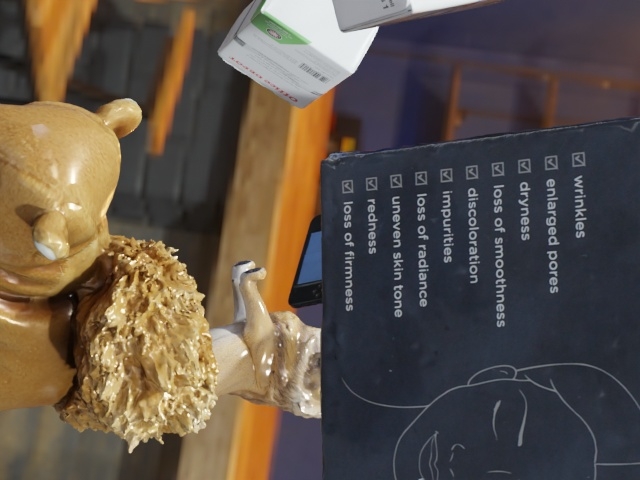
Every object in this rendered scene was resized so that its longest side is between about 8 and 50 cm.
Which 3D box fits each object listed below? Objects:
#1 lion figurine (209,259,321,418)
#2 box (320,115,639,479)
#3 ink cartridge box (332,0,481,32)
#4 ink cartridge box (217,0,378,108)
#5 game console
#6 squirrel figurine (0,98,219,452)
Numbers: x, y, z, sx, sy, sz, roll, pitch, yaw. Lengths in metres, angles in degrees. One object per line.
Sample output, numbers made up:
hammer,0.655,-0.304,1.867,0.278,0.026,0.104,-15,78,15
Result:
lion figurine,-0.154,0.175,2.497,0.142,0.392,0.240,-163,-120,-68
box,0.270,0.138,1.769,0.297,0.471,0.480,10,77,-53
ink cartridge box,0.123,-0.361,2.023,0.278,0.117,0.201,-18,95,-47
ink cartridge box,-0.036,-0.290,2.547,0.092,0.160,0.219,-61,-167,-18
game console,0.000,0.000,2.239,0.085,0.124,0.144,42,50,-36
squirrel figurine,-0.247,0.022,1.701,0.370,0.397,0.281,-48,-170,50
